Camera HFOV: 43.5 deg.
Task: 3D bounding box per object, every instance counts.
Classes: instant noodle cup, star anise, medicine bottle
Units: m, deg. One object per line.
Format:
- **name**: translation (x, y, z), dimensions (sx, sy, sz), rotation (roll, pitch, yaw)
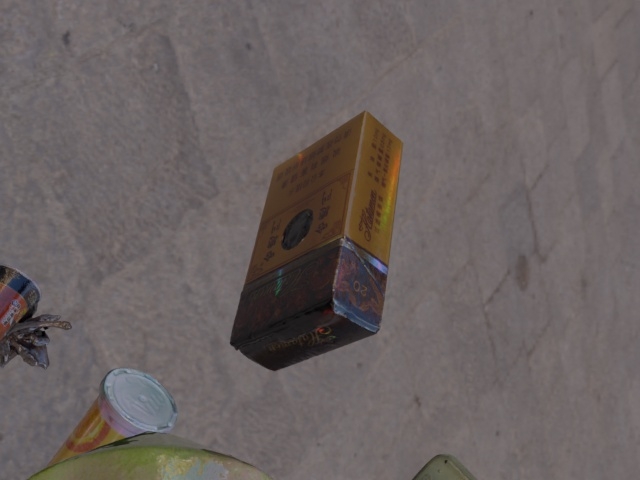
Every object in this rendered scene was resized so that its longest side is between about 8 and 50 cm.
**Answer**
- **instant noodle cup**: translation (-0.650, 0.136, 1.612), dimensions (0.127, 0.127, 0.136), rotation (60, 36, -35)
- **star anise**: translation (-0.654, 0.190, 1.761), dimensions (0.209, 0.231, 0.089), rotation (56, 33, -1)
- **medicine bottle**: translation (-0.351, 0.356, 1.070), dimensions (0.426, 0.108, 0.108), rotation (-51, 147, 17)

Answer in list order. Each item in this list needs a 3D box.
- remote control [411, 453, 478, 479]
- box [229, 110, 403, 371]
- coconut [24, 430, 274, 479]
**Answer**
- **remote control**: translation (0.189, 0.351, 0.904), dimensions (0.038, 0.233, 0.098), rotation (20, 108, -50)
- **box**: translation (0.000, 0.001, 1.389), dimensions (0.115, 0.264, 0.416), rotation (36, 48, -29)
- **coconut**: translation (-0.129, 0.243, 0.572), dimensions (0.204, 0.236, 0.236), rotation (17, 75, -23)
